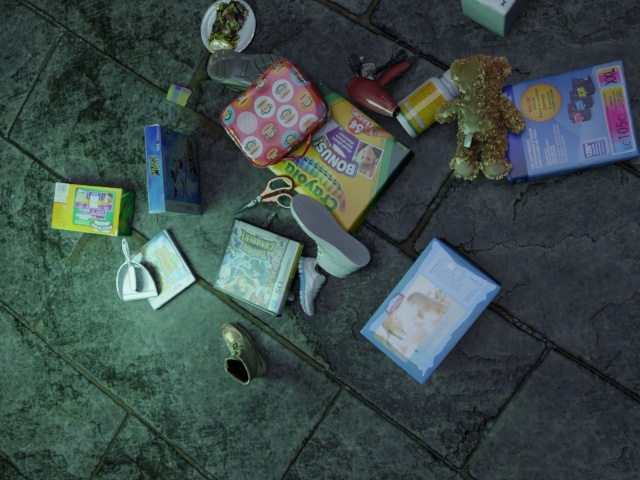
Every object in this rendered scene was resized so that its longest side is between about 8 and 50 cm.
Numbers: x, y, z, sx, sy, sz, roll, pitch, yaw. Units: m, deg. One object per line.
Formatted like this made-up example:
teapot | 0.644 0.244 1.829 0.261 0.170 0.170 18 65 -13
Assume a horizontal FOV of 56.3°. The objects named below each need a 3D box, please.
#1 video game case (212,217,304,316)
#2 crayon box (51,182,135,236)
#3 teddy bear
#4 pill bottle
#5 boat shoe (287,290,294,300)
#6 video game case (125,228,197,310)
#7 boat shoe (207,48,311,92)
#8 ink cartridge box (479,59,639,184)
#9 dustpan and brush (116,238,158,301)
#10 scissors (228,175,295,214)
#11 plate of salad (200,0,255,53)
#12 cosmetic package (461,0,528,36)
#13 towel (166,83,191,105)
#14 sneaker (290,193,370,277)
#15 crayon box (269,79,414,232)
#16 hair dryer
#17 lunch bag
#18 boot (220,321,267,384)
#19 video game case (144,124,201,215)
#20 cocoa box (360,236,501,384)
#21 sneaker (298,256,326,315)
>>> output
video game case | -0.204 0.083 1.930 0.274 0.035 0.248 20 95 28
crayon box | -0.801 -0.109 2.108 0.278 0.081 0.165 7 91 16
teddy bear | 0.437 -0.328 1.629 0.245 0.113 0.338 -16 90 45
pill bottle | 0.324 -0.409 1.774 0.208 0.117 0.118 -37 80 12
boat shoe | -0.130 0.171 1.940 0.100 0.035 0.035 30 124 11
video game case | -0.551 0.101 2.063 0.193 0.023 0.212 -35 80 12
boat shoe | -0.183 -0.522 1.916 0.355 0.130 0.132 20 90 13
ink cartridge box | 0.638 -0.312 1.669 0.395 0.151 0.270 -11 86 17
dustpan and brush | -0.643 0.098 2.044 0.147 0.060 0.211 -9 87 15
scissors | -0.195 -0.142 1.915 0.297 0.021 0.109 -4 110 35
plate of salad | -0.313 -0.716 1.997 0.199 0.048 0.200 0 89 17
cosmetic package | 0.501 -0.703 1.693 0.151 0.183 0.151 36 99 13
towel | -0.488 -0.501 2.063 0.083 0.009 0.060 22 96 16
sneaker | 0.000 0.000 1.821 0.292 0.169 0.108 45 59 0
crayon box | 0.051 -0.256 1.854 0.363 0.106 0.313 40 99 13
hair dryer | 0.186 -0.484 1.783 0.223 0.080 0.294 -13 61 17
lunch bag | -0.122 -0.359 1.784 0.293 0.120 0.258 -37 92 14
boot | -0.266 0.356 1.903 0.077 0.165 0.213 -40 81 11
video game case | -0.470 -0.215 1.931 0.061 0.244 0.270 -4 88 15
cocoa box | 0.319 0.190 1.707 0.231 0.228 0.347 39 99 13
sneaker | -0.022 0.143 1.890 0.082 0.071 0.191 -5 88 10
